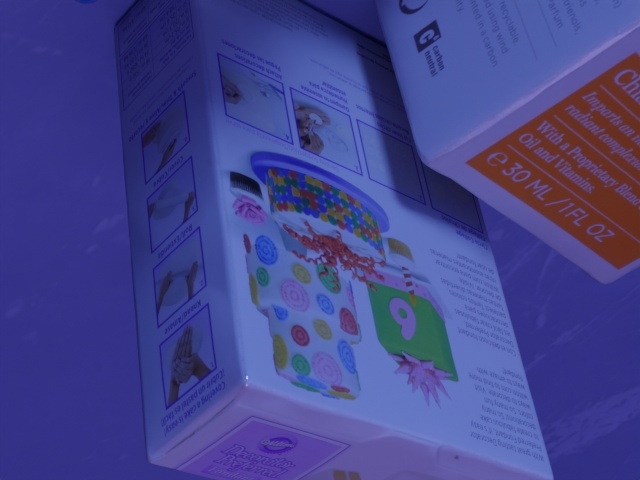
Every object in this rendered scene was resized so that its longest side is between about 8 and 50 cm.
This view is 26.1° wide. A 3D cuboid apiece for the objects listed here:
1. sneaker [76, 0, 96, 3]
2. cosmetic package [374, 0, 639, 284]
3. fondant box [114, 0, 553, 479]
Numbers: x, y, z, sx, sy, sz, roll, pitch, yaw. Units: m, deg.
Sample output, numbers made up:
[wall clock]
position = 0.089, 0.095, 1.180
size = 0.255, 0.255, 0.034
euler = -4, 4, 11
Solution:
[sneaker]
position = -0.165, -0.191, 0.790
size = 0.053, 0.059, 0.144
euler = -25, 140, 22
[cosmetic package]
position = 0.284, -0.176, 0.847
size = 0.453, 0.161, 0.230
euler = -34, 139, 27
[fondant box]
position = 0.000, 0.000, 0.862
size = 0.238, 0.330, 0.096
euler = 22, 132, -36
